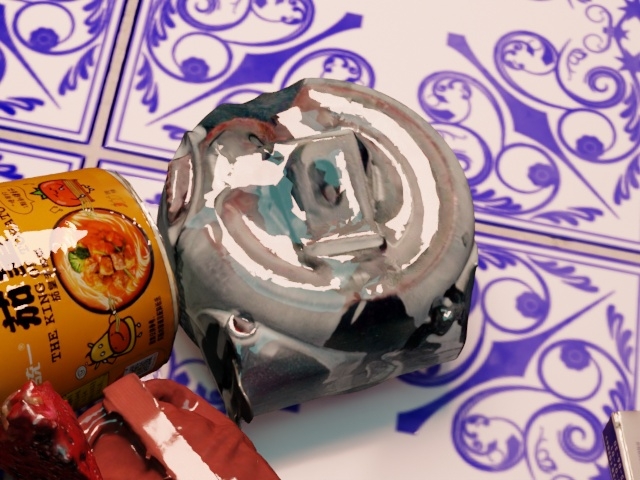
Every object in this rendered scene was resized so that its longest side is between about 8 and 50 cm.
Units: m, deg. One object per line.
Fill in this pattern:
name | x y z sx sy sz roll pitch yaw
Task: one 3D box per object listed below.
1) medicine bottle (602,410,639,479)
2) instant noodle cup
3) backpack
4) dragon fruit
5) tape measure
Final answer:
medicine bottle | 0.324 0.225 1.378 0.171 0.052 0.201 -3 58 -11
instant noodle cup | -0.219 0.045 1.322 0.172 0.215 0.215 -19 63 -30
backpack | -0.112 0.214 1.253 0.229 0.139 0.229 -1 49 1
dragon fruit | -0.182 0.122 1.180 0.097 0.131 0.063 17 66 21
tape measure | 0.000 0.000 1.412 0.256 0.147 0.275 -14 63 -18
